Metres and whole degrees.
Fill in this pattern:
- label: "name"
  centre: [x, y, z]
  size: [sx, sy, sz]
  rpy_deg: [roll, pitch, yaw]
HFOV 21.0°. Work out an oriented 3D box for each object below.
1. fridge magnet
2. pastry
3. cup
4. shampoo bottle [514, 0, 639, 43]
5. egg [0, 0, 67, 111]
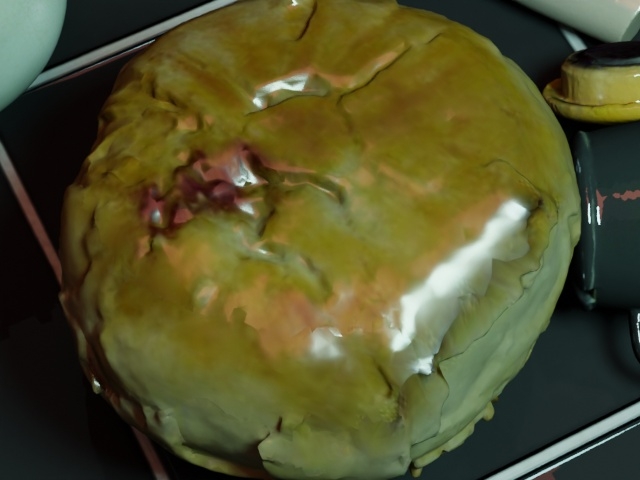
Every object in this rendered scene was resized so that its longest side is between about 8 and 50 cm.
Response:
- label: "fridge magnet"
  centre: [0.258, -0.132, 1.455]
  size: [0.143, 0.143, 0.063]
  rpy_deg: [-7, 108, -5]
- label: "pastry"
  centre: [0.000, 0.000, 1.317]
  size: [0.410, 0.245, 0.409]
  rpy_deg: [-1, 64, 2]
- label: "cup"
  centre: [0.280, 0.006, 1.373]
  size: [0.177, 0.169, 0.223]
  rpy_deg: [-1, 81, 3]
- label: "shampoo bottle"
  centre: [0.184, -0.272, 1.542]
  size: [0.257, 0.078, 0.127]
  rpy_deg: [38, 74, 13]
- label: "egg"
  centre: [-0.300, -0.180, 1.452]
  size: [0.151, 0.151, 0.209]
  rpy_deg: [37, 61, 15]
